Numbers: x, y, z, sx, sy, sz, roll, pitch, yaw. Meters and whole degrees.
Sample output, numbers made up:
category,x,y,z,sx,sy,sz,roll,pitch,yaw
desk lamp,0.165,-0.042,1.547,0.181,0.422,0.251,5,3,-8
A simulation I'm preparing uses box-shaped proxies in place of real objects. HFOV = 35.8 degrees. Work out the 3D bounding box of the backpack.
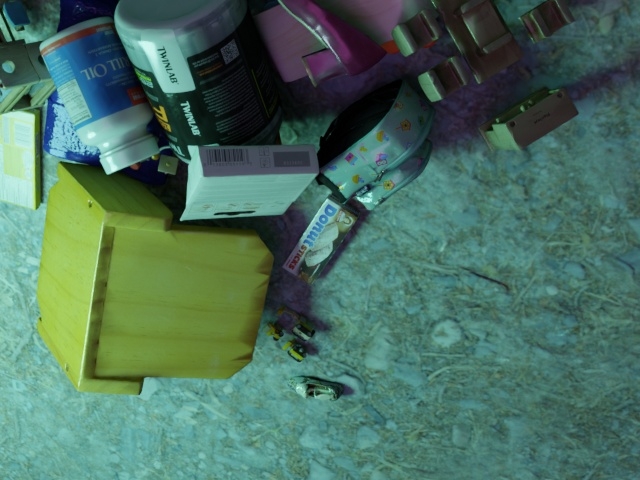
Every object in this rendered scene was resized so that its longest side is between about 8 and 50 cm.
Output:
category,x,y,z,sx,sy,sz,roll,pitch,yaw
backpack,0.094,-0.152,1.529,0.144,0.166,0.188,38,128,-10

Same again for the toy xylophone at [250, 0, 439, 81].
category,x,y,z,sx,sy,sz,roll,pitch,yaw
toy xylophone,0.024,-0.364,1.470,0.322,0.081,0.236,-10,117,23

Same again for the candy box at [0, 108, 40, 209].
category,x,y,z,sx,sy,sz,roll,pitch,yaw
candy box,-0.566,-0.158,1.823,0.105,0.027,0.206,17,124,10

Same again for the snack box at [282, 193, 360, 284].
category,x,y,z,sx,sy,sz,roll,pitch,yaw
snack box,0.000,0.000,1.741,0.064,0.022,0.178,32,125,-2

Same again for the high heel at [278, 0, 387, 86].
category,x,y,z,sx,sy,sz,roll,pitch,yaw
high heel,0.000,-0.345,1.405,0.117,0.082,0.244,-22,102,5

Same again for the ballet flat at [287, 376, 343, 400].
category,x,y,z,sx,sy,sz,roll,pitch,yaw
ballet flat,-0.014,0.289,1.916,0.114,0.041,0.041,6,122,15

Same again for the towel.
category,x,y,z,sx,sy,sz,roll,pitch,yaw
towel,-0.340,-0.257,1.667,0.227,0.076,0.308,16,124,-1

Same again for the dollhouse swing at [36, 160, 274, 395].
category,x,y,z,sx,sy,sz,roll,pitch,yaw
dollhouse swing,-0.304,0.064,1.791,0.315,0.305,0.347,38,124,47

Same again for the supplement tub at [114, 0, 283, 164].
category,x,y,z,sx,sy,sz,roll,pitch,yaw
supplement tub,-0.172,-0.245,1.516,0.193,0.193,0.316,-1,136,19

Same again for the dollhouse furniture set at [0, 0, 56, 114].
category,x,y,z,sx,sy,sz,roll,pitch,yaw
dollhouse furniture set,-0.514,-0.312,1.593,0.129,0.129,0.184,-27,87,47

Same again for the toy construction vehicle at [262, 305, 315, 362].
category,x,y,z,sx,sy,sz,roll,pitch,yaw
toy construction vehicle,-0.053,0.173,1.864,0.098,0.035,0.086,37,136,-3

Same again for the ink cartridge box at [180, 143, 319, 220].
category,x,y,z,sx,sy,sz,roll,pitch,yaw
ink cartridge box,-0.118,-0.089,1.541,0.181,0.056,0.224,-3,168,-17

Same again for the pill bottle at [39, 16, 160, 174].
category,x,y,z,sx,sy,sz,roll,pitch,yaw
pill bottle,-0.333,-0.221,1.533,0.124,0.124,0.221,-20,99,27

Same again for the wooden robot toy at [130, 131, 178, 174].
category,x,y,z,sx,sy,sz,roll,pitch,yaw
wooden robot toy,-0.311,-0.152,1.642,0.173,0.076,0.079,36,154,-1

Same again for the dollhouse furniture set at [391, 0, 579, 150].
category,x,y,z,sx,sy,sz,roll,pitch,yaw
dollhouse furniture set,0.246,-0.257,1.420,0.212,0.161,0.242,-31,96,1
